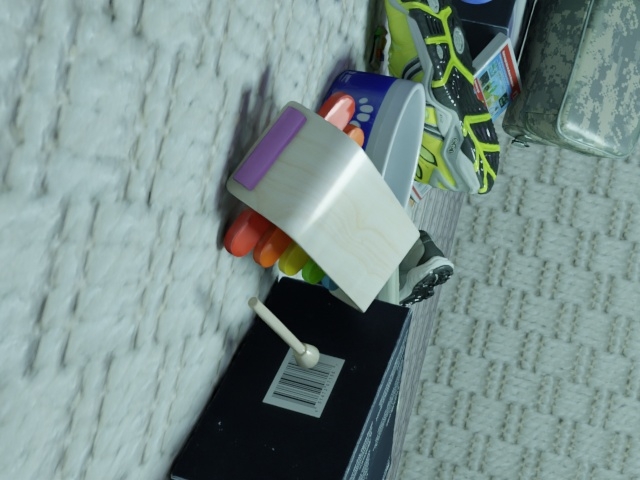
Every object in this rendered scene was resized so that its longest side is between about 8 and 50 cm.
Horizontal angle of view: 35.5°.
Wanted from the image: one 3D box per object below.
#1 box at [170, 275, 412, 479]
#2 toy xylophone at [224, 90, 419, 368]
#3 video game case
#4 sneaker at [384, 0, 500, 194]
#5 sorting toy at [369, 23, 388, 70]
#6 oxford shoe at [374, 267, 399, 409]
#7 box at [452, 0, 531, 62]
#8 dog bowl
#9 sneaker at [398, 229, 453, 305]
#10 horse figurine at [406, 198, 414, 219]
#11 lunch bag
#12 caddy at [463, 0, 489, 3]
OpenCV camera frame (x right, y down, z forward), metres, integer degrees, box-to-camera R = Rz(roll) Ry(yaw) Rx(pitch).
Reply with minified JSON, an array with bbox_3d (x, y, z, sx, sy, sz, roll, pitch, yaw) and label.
[{"bbox_3d":[-0.028,0.280,1.220,0.343,0.179,0.312,-61,160,-48],"label":"box"},{"bbox_3d":[0.000,0.000,1.090,0.236,0.081,0.322,-49,148,-14],"label":"toy xylophone"},{"bbox_3d":[0.235,-0.204,1.725,0.285,0.025,0.204,-47,156,-1],"label":"video game case"},{"bbox_3d":[0.150,-0.221,1.494,0.145,0.147,0.384,-59,137,-44],"label":"sneaker"},{"bbox_3d":[0.087,-0.288,1.486,0.083,0.012,0.062,7,97,-78],"label":"sorting toy"},{"bbox_3d":[0.059,0.069,1.528,0.169,0.130,0.449,82,10,-45],"label":"oxford shoe"},{"bbox_3d":[0.295,-0.441,1.846,0.296,0.183,0.294,70,37,-67],"label":"box"},{"bbox_3d":[0.060,-0.096,1.366,0.265,0.104,0.264,14,90,-77],"label":"dog bowl"},{"bbox_3d":[0.176,0.065,1.977,0.108,0.100,0.271,67,-26,17],"label":"sneaker"},{"bbox_3d":[0.142,-0.056,1.860,0.174,0.066,0.263,65,38,-61],"label":"horse figurine"},{"bbox_3d":[0.469,-0.315,1.856,0.256,0.213,0.305,19,-86,62],"label":"lunch bag"},{"bbox_3d":[0.153,-0.434,1.106,0.179,0.241,0.341,73,32,-75],"label":"caddy"}]
